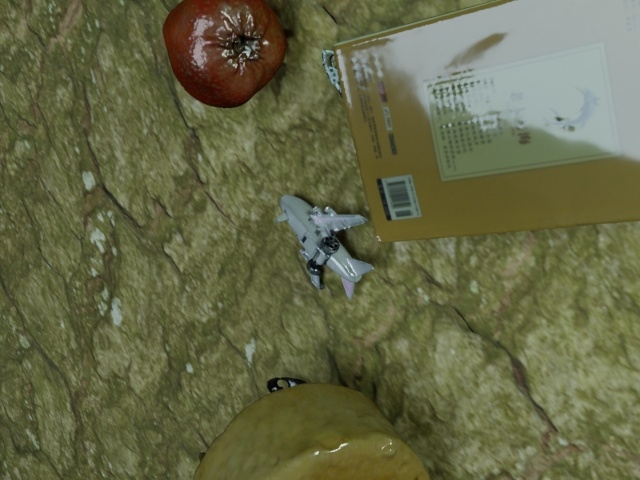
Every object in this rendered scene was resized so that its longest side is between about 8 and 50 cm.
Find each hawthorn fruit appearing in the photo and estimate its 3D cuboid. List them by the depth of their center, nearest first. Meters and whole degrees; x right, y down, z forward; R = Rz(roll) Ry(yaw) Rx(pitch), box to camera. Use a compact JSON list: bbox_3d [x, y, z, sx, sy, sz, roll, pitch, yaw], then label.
[{"bbox_3d":[-0.169,-0.283,1.016,0.285,0.165,0.165,32,124,42],"label":"hawthorn fruit"}]

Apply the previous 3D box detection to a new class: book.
[{"bbox_3d":[0.208,-0.137,0.849,0.389,0.032,0.269,-4,105,33],"label":"book"}]

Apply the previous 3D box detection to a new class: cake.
[{"bbox_3d":[-0.046,0.333,1.073,0.321,0.332,0.332,37,130,57],"label":"cake"}]

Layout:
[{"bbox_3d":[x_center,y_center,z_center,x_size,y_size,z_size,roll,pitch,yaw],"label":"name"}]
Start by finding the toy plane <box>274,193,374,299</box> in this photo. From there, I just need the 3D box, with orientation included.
[{"bbox_3d":[0.000,0.000,1.039,0.171,0.065,0.162,42,137,10],"label":"toy plane"}]

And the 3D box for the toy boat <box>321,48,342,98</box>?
[{"bbox_3d":[0.026,-0.212,0.958,0.038,0.038,0.083,-34,87,38],"label":"toy boat"}]
